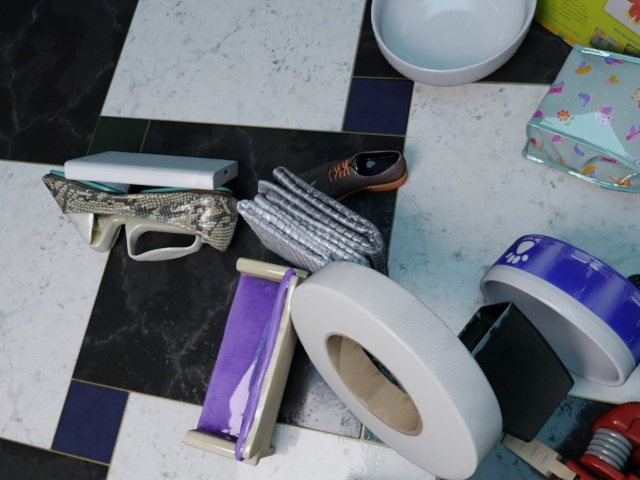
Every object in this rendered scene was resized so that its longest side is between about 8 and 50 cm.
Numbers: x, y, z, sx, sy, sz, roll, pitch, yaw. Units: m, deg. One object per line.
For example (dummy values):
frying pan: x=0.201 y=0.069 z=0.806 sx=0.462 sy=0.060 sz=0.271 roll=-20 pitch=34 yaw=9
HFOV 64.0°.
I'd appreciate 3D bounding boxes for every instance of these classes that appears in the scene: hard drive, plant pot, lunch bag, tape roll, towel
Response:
hard drive: x=-0.355 y=-0.155 z=1.118 sx=0.307 sy=0.203 sz=0.040 roll=5 pitch=106 yaw=4
plant pot: x=0.312 y=0.235 z=0.889 sx=0.167 sy=0.188 sz=0.187 roll=40 pitch=83 yaw=7
lunch bag: x=0.565 y=-0.227 z=0.990 sx=0.262 sy=0.160 sz=0.223 roll=28 pitch=79 yaw=24
tape roll: x=0.103 y=0.210 z=0.825 sx=0.072 sy=0.392 sz=0.392 roll=-37 pitch=67 yaw=-26
towel: x=0.000 y=0.000 z=0.992 sx=0.283 sy=0.235 sz=0.121 roll=32 pitch=78 yaw=18

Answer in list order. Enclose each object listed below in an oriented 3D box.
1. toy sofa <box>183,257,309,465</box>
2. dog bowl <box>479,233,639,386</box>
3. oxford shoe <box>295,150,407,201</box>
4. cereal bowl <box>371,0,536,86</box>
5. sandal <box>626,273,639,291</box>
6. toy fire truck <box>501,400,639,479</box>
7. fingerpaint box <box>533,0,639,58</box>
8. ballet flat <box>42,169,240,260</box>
toy sofa: x=-0.133 y=0.221 z=0.978 sx=0.150 sy=0.177 sz=0.363 roll=11 pitch=76 yaw=15
dog bowl: x=0.405 y=0.114 z=0.854 sx=0.265 sy=0.265 sz=0.104 roll=40 pitch=81 yaw=20
oxford shoe: x=0.049 y=-0.146 z=1.099 sx=0.271 sy=0.098 sz=0.097 roll=-13 pitch=70 yaw=7
cereal bowl: x=0.289 y=-0.483 z=1.132 sx=0.338 sy=0.141 sz=0.339 roll=-4 pitch=74 yaw=14
sandal: x=0.592 y=0.148 z=0.930 sx=0.067 sy=0.040 sz=0.179 roll=5 pitch=59 yaw=7
toy fire truck: x=0.453 y=0.353 z=0.840 sx=0.246 sy=0.158 sz=0.217 roll=33 pitch=65 yaw=20
fingerpaint box: x=0.585 y=-0.534 z=0.971 sx=0.163 sy=0.371 sz=0.445 roll=-41 pitch=69 yaw=-3
ballet flat: x=-0.419 y=-0.049 z=1.143 sx=0.482 sy=0.164 sz=0.182 roll=7 pitch=84 yaw=10
